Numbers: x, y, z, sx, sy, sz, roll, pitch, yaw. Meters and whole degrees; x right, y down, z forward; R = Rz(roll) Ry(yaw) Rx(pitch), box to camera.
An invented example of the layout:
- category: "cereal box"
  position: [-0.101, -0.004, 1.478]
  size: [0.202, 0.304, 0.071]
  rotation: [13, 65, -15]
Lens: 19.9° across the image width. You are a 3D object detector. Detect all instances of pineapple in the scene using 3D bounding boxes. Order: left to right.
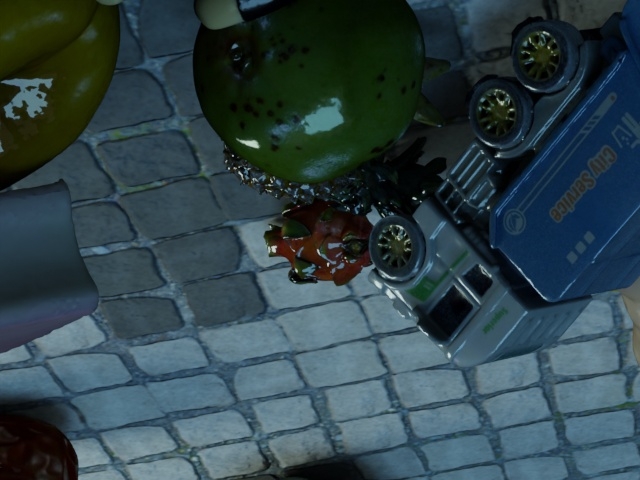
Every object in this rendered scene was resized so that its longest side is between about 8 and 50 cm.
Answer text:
- category: "pineapple"
  position: [0.009, -0.067, 1.572]
  size: [0.221, 0.083, 0.103]
  rotation: [16, 141, -33]

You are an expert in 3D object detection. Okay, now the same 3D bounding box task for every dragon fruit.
- category: "dragon fruit"
  position: [-0.001, 0.002, 1.678]
  size: [0.116, 0.086, 0.081]
  rotation: [-16, -172, 37]

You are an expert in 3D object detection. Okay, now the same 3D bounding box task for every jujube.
- category: "jujube"
  position: [-0.372, 0.262, 1.943]
  size: [0.230, 0.155, 0.155]
  rotation: [-1, 146, -5]

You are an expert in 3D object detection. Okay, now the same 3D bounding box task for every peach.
- category: "peach"
  position: [-0.262, -0.136, 1.349]
  size: [0.251, 0.153, 0.251]
  rotation: [-23, 157, -10]

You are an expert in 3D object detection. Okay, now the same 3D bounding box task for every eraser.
- category: "eraser"
  position: [-0.390, 0.059, 1.387]
  size: [0.359, 0.122, 0.272]
  rotation: [-12, 176, -36]

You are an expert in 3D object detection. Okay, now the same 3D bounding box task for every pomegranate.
- category: "pomegranate"
  position: [0.010, -0.132, 1.416]
  size: [0.181, 0.181, 0.224]
  rotation: [-27, 164, 28]

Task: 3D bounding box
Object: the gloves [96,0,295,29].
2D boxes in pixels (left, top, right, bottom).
- category: "gloves"
  position: [-0.032, -0.237, 1.247]
  size: [0.301, 0.152, 0.197]
  rotation: [-28, 141, -12]

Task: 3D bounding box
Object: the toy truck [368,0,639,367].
- category: "toy truck"
  position: [0.199, -0.052, 1.481]
  size: [0.146, 0.175, 0.367]
  rotation: [-7, 142, -48]

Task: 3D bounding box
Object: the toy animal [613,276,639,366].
- category: "toy animal"
  position: [0.352, 0.043, 1.640]
  size: [0.278, 0.246, 0.345]
  rotation: [-16, 145, 17]

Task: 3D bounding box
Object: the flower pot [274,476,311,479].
- category: "flower pot"
  position: [-0.016, 0.394, 2.109]
  size: [0.246, 0.246, 0.195]
  rotation: [-12, 170, 9]
